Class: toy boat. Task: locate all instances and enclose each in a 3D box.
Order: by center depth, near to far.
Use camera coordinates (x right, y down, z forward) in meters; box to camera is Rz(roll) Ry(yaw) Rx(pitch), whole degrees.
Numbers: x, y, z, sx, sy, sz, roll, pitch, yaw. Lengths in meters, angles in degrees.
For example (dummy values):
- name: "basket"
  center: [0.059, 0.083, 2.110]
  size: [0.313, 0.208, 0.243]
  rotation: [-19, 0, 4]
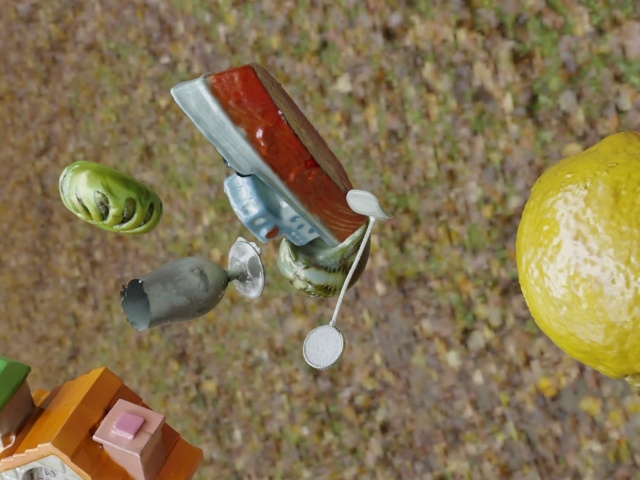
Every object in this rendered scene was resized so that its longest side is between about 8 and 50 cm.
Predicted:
- name: "toy boat"
  center: [-0.072, -0.096, 1.456]
  size: [0.332, 0.133, 0.145]
  rotation: [48, -164, -55]

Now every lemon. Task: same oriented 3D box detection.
- name: "lemon"
  center: [0.360, 0.018, 1.440]
  size: [0.293, 0.293, 0.293]
  rotation: [167, 90, -68]

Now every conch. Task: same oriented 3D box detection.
- name: "conch"
  center: [-0.002, -0.001, 1.924]
  size: [0.181, 0.187, 0.124]
  rotation: [-47, 41, 12]

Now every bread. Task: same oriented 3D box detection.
- name: "bread"
  center: [-0.258, -0.050, 1.515]
  size: [0.139, 0.130, 0.071]
  rotation: [18, 86, 40]

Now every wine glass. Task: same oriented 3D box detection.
- name: "wine glass"
  center: [-0.194, 0.070, 1.928]
  size: [0.103, 0.222, 0.103]
  rotation: [23, 121, 44]

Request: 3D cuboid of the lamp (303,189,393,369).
- name: "lamp"
  center: [0.023, 0.044, 1.369]
  size: [0.050, 0.056, 0.198]
  rotation: [15, 80, 33]

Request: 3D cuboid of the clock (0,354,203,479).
- name: "clock"
  center: [-0.208, 0.227, 1.134]
  size: [0.220, 0.106, 0.255]
  rotation: [17, 140, 18]
